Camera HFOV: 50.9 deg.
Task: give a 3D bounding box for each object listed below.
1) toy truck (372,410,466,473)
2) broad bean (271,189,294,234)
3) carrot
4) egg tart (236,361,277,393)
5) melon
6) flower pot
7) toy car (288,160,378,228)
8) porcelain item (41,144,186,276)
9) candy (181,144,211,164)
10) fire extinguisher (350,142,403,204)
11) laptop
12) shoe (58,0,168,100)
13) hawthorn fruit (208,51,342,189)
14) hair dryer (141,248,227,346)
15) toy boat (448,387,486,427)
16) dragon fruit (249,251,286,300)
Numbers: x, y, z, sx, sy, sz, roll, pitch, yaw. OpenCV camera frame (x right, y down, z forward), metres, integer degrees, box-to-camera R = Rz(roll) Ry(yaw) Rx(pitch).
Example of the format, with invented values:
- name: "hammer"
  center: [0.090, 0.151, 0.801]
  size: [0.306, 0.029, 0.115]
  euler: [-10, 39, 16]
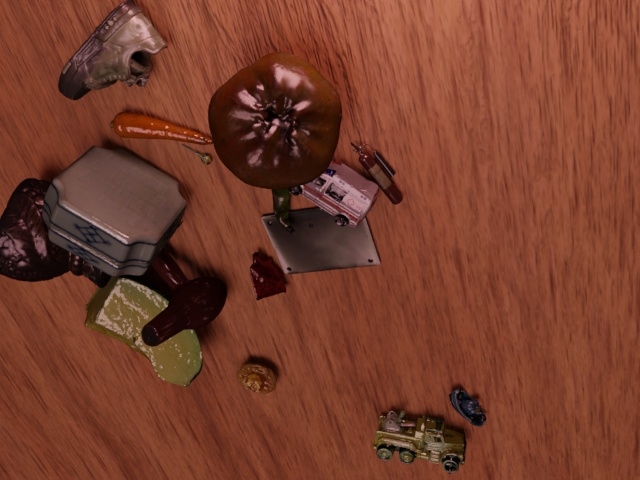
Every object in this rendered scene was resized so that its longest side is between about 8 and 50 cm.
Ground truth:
- name: "toy truck"
  center: [0.289, 0.560, 1.919]
  size: [0.259, 0.128, 0.135]
  euler: [12, 115, 11]
- name: "broad bean"
  center: [-0.090, -0.108, 1.594]
  size: [0.061, 0.046, 0.195]
  euler: [20, 127, 40]
- name: "carrot"
  center: [-0.376, -0.258, 1.577]
  size: [0.257, 0.061, 0.061]
  euler: [10, 128, 7]
- name: "egg tart"
  center: [-0.187, 0.401, 2.004]
  size: [0.130, 0.052, 0.130]
  euler: [10, 129, 12]
- name: "melon"
  center: [-0.487, 0.258, 1.900]
  size: [0.343, 0.226, 0.331]
  euler: [33, 136, -22]
- name: "flower pot"
  center: [-0.663, -0.003, 1.745]
  size: [0.267, 0.266, 0.266]
  euler: [16, 130, -7]
- name: "toy car"
  center: [0.025, -0.124, 1.510]
  size: [0.210, 0.089, 0.108]
  euler: [33, 130, 0]
- name: "porcelain item"
  center: [-0.488, -0.069, 1.609]
  size: [0.286, 0.281, 0.157]
  euler: [30, 127, -6]
- name: "candy"
  center: [-0.298, -0.208, 1.612]
  size: [0.083, 0.025, 0.023]
  euler: [30, 102, 7]
- name: "fire extinguisher"
  center: [0.132, -0.154, 1.495]
  size: [0.049, 0.035, 0.173]
  euler: [-25, 118, 36]
- name: "laptop"
  center: [0.000, 0.000, 1.665]
  size: [0.269, 0.015, 0.187]
  euler: [-7, 123, 23]
- name: "shoe"
  center: [-0.451, -0.376, 1.475]
  size: [0.149, 0.109, 0.293]
  euler: [45, 122, -9]
- name: "hawthorn fruit"
  center: [-0.095, -0.233, 1.377]
  size: [0.268, 0.301, 0.267]
  euler: [0, 90, -5]
- name: "hair dryer"
  center: [-0.419, 0.096, 1.743]
  size: [0.340, 0.312, 0.123]
  euler: [50, 119, 7]
- name: "toy boat"
  center: [0.406, 0.454, 1.836]
  size: [0.137, 0.060, 0.061]
  euler: [48, 145, -11]
- name: "dragon fruit"
  center: [-0.134, 0.087, 1.747]
  size: [0.063, 0.097, 0.131]
  euler: [-6, 104, 19]
